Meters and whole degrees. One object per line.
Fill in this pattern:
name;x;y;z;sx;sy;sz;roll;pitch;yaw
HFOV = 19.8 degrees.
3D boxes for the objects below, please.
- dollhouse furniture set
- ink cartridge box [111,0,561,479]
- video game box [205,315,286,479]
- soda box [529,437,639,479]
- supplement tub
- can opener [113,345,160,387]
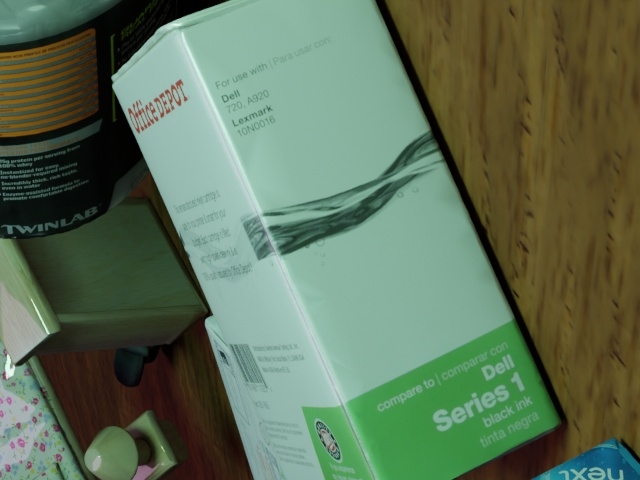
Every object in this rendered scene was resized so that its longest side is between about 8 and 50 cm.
dollhouse furniture set;-0.280;0.094;1.359;0.355;0.174;0.303;-38;70;28
ink cartridge box;0.000;0.000;0.824;0.219;0.093;0.160;67;164;-3
video game box;0.007;0.159;1.122;0.187;0.048;0.205;45;155;55
soda box;0.114;0.183;0.764;0.067;0.071;0.210;50;158;42
supplement tub;-0.171;-0.145;0.983;0.193;0.194;0.316;60;162;19
can opener;-0.147;0.073;1.478;0.073;0.059;0.186;37;164;11
